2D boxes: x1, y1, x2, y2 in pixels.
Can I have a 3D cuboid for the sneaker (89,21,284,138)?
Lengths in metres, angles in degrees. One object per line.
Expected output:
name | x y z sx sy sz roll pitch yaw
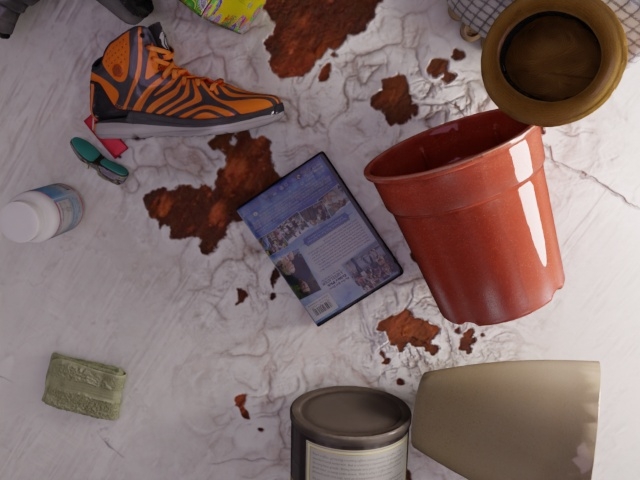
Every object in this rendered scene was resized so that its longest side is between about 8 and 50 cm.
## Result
sneaker | -0.221 -0.257 1.141 0.321 0.124 0.179 -1 102 5

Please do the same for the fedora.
fedora | 0.316 -0.241 0.964 0.194 0.079 0.194 2 94 35

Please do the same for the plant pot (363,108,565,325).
plant pot | 0.239 -0.031 1.092 0.273 0.272 0.265 -20 107 9

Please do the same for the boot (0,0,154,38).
boot | -0.441 -0.399 1.127 0.338 0.118 0.222 43 104 4

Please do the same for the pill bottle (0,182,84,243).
pill bottle | -0.461 -0.043 1.187 0.087 0.160 0.087 1 101 5

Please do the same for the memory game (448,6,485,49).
memory game | 0.293 -0.385 1.129 0.186 0.012 0.186 1 102 4

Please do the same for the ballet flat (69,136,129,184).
ballet flat | -0.383 -0.131 1.227 0.114 0.041 0.041 34 102 -1

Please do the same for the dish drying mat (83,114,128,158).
dish drying mat | -0.368 -0.181 1.228 0.032 0.008 0.083 -38 96 10

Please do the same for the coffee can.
coffee can | 0.047 0.413 1.216 0.202 0.201 0.275 2 102 4

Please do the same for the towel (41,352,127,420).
towel | -0.434 0.271 1.317 0.148 0.027 0.110 13 103 2

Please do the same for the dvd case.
dvd case | 0.000 0.000 1.228 0.180 0.022 0.253 -33 97 9

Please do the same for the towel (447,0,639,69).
towel | 0.344 -0.354 1.004 0.284 0.235 0.121 33 71 -4

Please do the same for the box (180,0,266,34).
box | -0.199 -0.456 1.014 0.279 0.290 0.177 36 102 -4

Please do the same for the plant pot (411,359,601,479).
plant pot | 0.295 0.301 1.168 0.274 0.256 0.256 7 102 17
